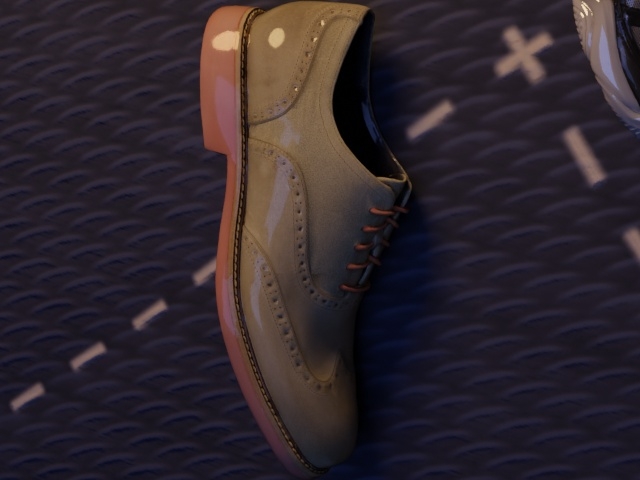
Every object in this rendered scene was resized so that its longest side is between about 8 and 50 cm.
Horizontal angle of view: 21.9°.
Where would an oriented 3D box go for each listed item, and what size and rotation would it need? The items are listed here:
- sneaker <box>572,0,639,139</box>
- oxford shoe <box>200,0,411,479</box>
[{"bbox_3d":[0.260,-0.200,1.196,0.153,0.101,0.268,-21,85,30],"label":"sneaker"},{"bbox_3d":[0.000,0.000,1.344,0.147,0.140,0.396,-6,97,20],"label":"oxford shoe"}]
